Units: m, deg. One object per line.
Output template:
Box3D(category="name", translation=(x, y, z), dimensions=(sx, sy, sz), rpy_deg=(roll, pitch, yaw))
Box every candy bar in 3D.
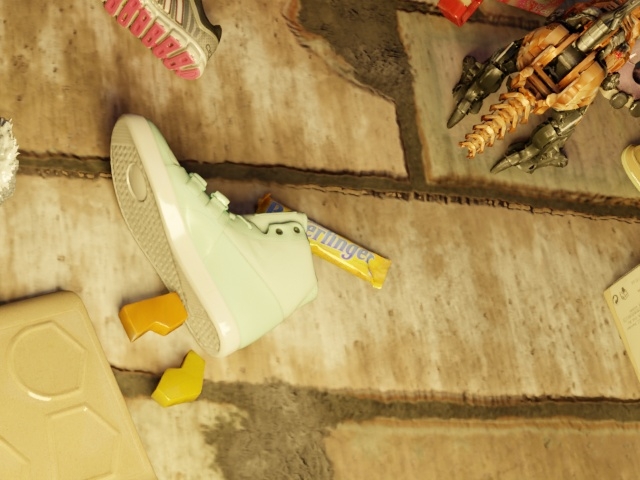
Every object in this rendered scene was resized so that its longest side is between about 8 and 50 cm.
Box3D(category="candy bar", translation=(0.000, 0.000, 1.825), dimensions=(0.161, 0.018, 0.040), rpy_deg=(29, 54, -13))

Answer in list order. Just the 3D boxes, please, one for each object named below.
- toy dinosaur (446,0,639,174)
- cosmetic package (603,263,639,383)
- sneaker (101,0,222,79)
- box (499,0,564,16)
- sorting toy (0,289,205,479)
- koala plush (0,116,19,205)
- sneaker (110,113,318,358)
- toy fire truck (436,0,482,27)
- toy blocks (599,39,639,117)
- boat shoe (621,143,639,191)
Box3D(category="toy dinosaur", translation=(0.248, -0.188, 1.937), dimensions=(0.322, 0.218, 0.164), rpy_deg=(-15, 73, -34))
Box3D(category="cosmetic package", translation=(0.452, 0.163, 1.923), dimensions=(0.160, 0.113, 0.309), rpy_deg=(-6, 68, -32))
Box3D(category="sneaker", translation=(-0.169, -0.250, 1.843), dimensions=(0.170, 0.063, 0.075), rpy_deg=(47, 52, -5))
Box3D(category="box", translation=(0.277, -0.386, 2.036), dimensions=(0.128, 0.257, 0.122), rpy_deg=(15, 60, -21))
Box3D(category="sorting toy", translation=(-0.237, 0.154, 1.602), dimensions=(0.307, 0.041, 0.229), rpy_deg=(-15, 67, -34))
Box3D(category="koala plush", translation=(-0.359, -0.065, 1.536), dimensions=(0.196, 0.221, 0.203), rpy_deg=(27, 55, -14))
Box3D(category="sneaker", translation=(-0.101, -0.025, 1.734), dimensions=(0.151, 0.094, 0.256), rpy_deg=(-26, 88, -30))
Box3D(category="toy fire truck", translation=(0.106, -0.326, 1.989), dimensions=(0.135, 0.192, 0.047), rpy_deg=(40, 90, 26))
Box3D(category="toy blocks", translation=(0.529, -0.161, 1.988), dimensions=(0.289, 0.260, 0.309), rpy_deg=(18, 31, -28))
Box3D(category="boat shoe", translation=(0.421, -0.061, 2.068), dimensions=(0.153, 0.048, 0.056), rpy_deg=(48, 52, 2))
